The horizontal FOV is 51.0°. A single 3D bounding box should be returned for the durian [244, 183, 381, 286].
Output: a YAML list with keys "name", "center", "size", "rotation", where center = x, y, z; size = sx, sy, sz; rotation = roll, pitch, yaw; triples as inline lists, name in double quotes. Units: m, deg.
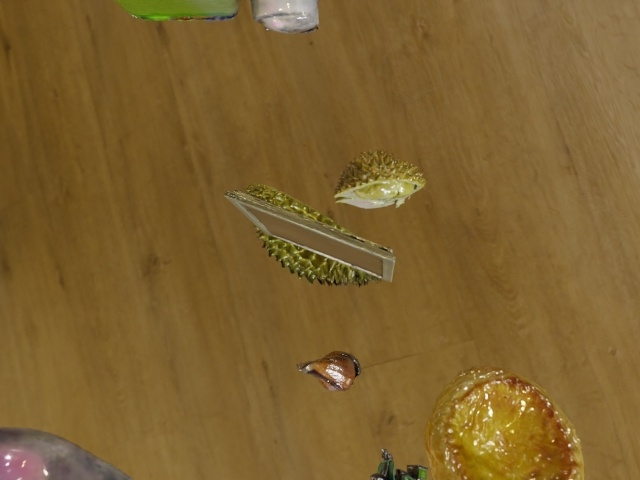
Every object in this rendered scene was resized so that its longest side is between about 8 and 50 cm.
- name: "durian"
  center: [-0.001, -0.015, 1.372]
  size: [0.352, 0.169, 0.158]
  rotation: [32, 126, -11]

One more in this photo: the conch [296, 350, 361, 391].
- name: "conch"
  center: [0.027, 0.263, 1.329]
  size: [0.086, 0.233, 0.080]
  rotation: [-10, 85, 14]

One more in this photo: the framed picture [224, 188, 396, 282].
- name: "framed picture"
  center: [0.000, 0.000, 0.884]
  size: [0.217, 0.274, 0.017]
  rotation: [22, 84, 6]

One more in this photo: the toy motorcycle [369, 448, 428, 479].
- name: "toy motorcycle"
  center: [0.179, 0.555, 1.567]
  size: [0.058, 0.173, 0.100]
  rotation: [-23, 47, 43]

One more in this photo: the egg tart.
- name: "egg tart"
  center: [0.330, 0.392, 1.246]
  size: [0.319, 0.319, 0.128]
  rotation: [51, 153, 20]

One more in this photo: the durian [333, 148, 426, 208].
- name: "durian"
  center: [0.121, -0.109, 1.214]
  size: [0.146, 0.208, 0.102]
  rotation: [-13, 75, 33]

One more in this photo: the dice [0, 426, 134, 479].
- name: "dice"
  center: [-0.305, 0.361, 0.607]
  size: [0.270, 0.271, 0.270]
  rotation: [32, 115, 0]

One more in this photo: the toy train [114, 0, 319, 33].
- name: "toy train"
  center: [-0.089, -0.348, 0.612]
  size: [0.249, 0.173, 0.307]
  rotation: [-1, 101, -5]
